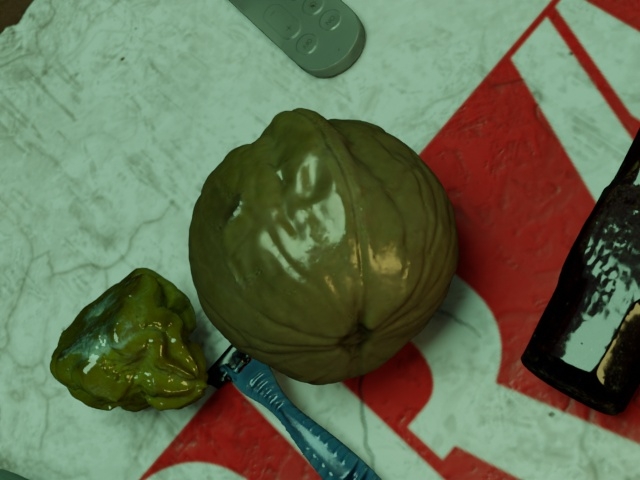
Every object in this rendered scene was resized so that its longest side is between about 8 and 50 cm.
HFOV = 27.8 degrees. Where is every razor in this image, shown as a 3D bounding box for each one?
[{"bbox_3d":[-0.011,0.164,1.094,0.082,0.042,0.253,-47,56,2],"label":"razor"}]

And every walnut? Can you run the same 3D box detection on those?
[{"bbox_3d":[0.000,0.000,1.070,0.228,0.228,0.228,-11,63,23],"label":"walnut"}]

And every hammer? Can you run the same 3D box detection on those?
[{"bbox_3d":[0.359,0.076,0.910,0.408,0.095,0.242,30,83,32],"label":"hammer"}]

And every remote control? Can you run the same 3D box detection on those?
[{"bbox_3d":[-0.042,-0.245,1.309,0.077,0.022,0.245,-44,55,1],"label":"remote control"}]

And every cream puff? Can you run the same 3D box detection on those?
[{"bbox_3d":[-0.163,0.102,1.167,0.146,0.116,0.146,-41,16,14],"label":"cream puff"}]

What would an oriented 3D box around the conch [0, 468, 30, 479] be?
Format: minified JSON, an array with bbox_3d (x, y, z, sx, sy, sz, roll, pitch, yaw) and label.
[{"bbox_3d":[-0.288,0.282,1.126,0.221,0.185,0.121,41,128,18],"label":"conch"}]
